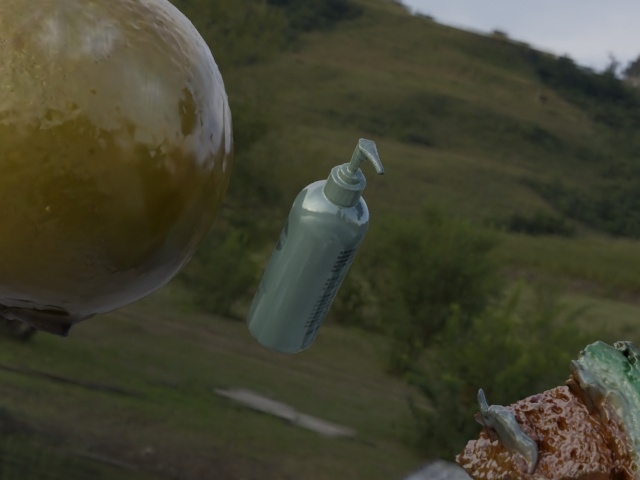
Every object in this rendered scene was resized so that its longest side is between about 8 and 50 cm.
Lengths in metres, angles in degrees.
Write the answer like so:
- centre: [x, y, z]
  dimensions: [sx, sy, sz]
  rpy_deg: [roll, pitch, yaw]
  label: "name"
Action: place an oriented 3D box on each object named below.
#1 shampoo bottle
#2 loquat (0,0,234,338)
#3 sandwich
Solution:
- centre: [0.000, 0.000, 0.872]
  dimensions: [0.056, 0.056, 0.195]
  rpy_deg: [17, -47, -8]
  label: "shampoo bottle"
- centre: [-0.229, -0.104, 1.006]
  dimensions: [0.329, 0.359, 0.328]
  rpy_deg: [2, -2, 0]
  label: "loquat"
- centre: [0.206, 0.179, 0.976]
  dimensions: [0.160, 0.184, 0.109]
  rpy_deg: [-16, -40, -11]
  label: "sandwich"
